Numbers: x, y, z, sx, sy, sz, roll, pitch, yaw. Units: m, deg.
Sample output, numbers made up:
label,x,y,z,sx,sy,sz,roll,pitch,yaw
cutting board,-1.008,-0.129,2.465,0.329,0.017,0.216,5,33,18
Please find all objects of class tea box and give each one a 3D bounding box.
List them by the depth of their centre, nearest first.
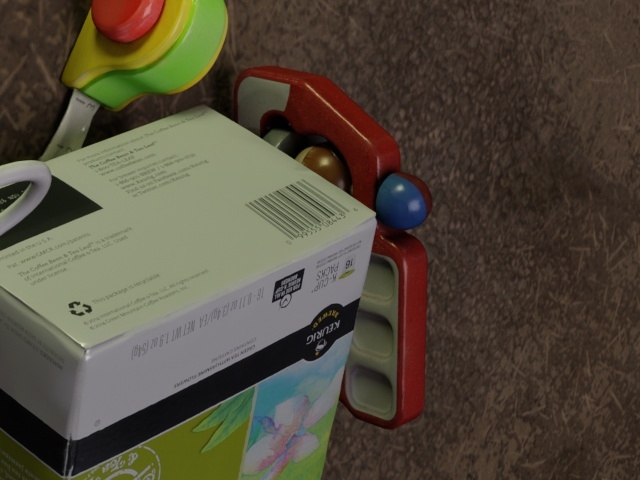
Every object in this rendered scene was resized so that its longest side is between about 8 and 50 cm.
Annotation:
label,x,y,z,sx,sy,sz,roll,pitch,yaw
tea box,-0.160,0.110,1.554,0.329,0.220,0.323,-25,138,-42

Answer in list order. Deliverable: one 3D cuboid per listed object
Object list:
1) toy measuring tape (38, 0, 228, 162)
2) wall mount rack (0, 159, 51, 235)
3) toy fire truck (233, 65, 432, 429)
label,x,y,z,sx,sy,sz,roll,pitch,yaw
toy measuring tape,-0.160,-0.127,1.611,0.121,0.121,0.330,30,80,-50
wall mount rack,-0.342,0.013,1.257,0.350,0.130,0.304,-32,170,0
toy fire truck,0.000,0.000,1.729,0.169,0.254,0.302,-16,114,-46
